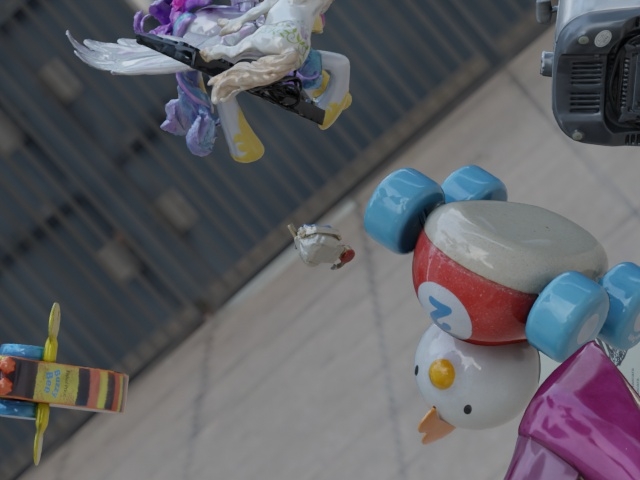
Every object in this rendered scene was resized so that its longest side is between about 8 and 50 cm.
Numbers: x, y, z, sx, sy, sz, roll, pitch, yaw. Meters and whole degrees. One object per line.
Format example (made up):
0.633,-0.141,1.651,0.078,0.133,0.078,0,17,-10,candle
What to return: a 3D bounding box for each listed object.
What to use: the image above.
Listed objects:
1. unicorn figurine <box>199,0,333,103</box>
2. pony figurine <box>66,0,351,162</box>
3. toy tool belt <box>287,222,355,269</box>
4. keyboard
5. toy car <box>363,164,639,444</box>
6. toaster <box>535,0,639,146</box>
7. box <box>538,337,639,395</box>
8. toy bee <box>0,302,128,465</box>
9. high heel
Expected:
-0.028,-0.161,1.380,0.111,0.060,0.162,-24,46,29,unicorn figurine
-0.119,-0.259,2.355,0.351,0.363,0.303,-5,51,0,pony figurine
0.000,0.000,2.187,0.083,0.051,0.052,7,-54,-53,toy tool belt
-0.055,-0.135,1.533,0.192,0.100,0.038,18,-83,-56,keyboard
0.137,0.088,1.682,0.210,0.219,0.238,-5,-57,-55,toy car
0.278,-0.158,1.463,0.227,0.129,0.146,-1,42,4,toaster
0.295,0.112,2.094,0.094,0.113,0.275,-3,4,-32,box
-0.377,0.189,2.440,0.298,0.195,0.162,-14,0,-21,toy bee
0.301,0.196,1.369,0.181,0.377,0.127,-60,-28,-17,high heel
